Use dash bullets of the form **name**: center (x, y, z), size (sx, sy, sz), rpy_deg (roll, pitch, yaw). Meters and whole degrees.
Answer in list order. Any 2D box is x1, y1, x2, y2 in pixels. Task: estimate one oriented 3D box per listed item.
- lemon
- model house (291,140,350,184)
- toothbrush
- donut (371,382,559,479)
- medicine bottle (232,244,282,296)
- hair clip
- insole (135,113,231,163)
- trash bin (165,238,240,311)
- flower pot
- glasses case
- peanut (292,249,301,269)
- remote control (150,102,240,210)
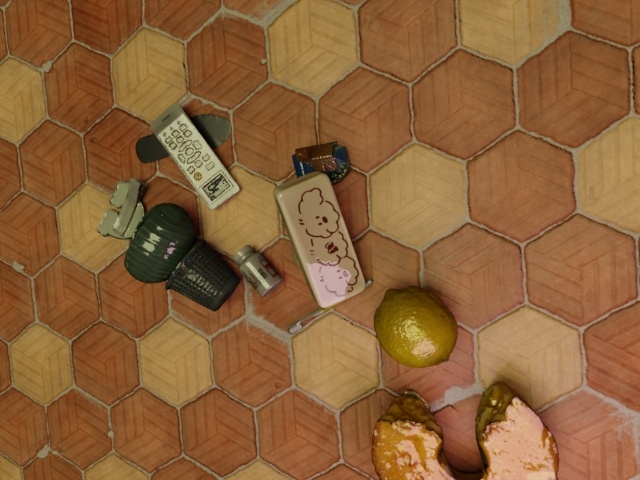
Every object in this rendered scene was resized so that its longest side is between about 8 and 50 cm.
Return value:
- **lemon**: center (0.236, 0.217, 1.338), size (0.192, 0.192, 0.231), rpy_deg (-43, 83, 15)
- **model house**: center (-0.010, -0.198, 1.399), size (0.148, 0.148, 0.119), rpy_deg (-7, 93, 19)
- **toothbrush**: center (0.026, 0.185, 1.486), size (0.288, 0.021, 0.024), rpy_deg (-33, 96, 16)
- **donut**: center (0.360, 0.551, 1.350), size (0.435, 0.163, 0.378), rpy_deg (-8, 94, 15)
- **medicine bottle**: center (-0.178, 0.083, 1.506), size (0.079, 0.079, 0.140), rpy_deg (-44, 82, 15)
- **hair clip**: center (-0.590, -0.088, 1.630), size (0.140, 0.054, 0.220), rpy_deg (30, 104, 7)
- **insole**: center (-0.406, -0.297, 1.578), size (0.322, 0.007, 0.109), rpy_deg (-13, 92, 17)
- **trash bin**: center (-0.322, 0.112, 1.515), size (0.161, 0.175, 0.175), rpy_deg (38, 104, 0)
- **flower pot**: center (-0.455, 0.011, 1.524), size (0.157, 0.189, 0.243), rpy_deg (30, 105, -24)
- **glasses case**: center (0.000, 0.000, 1.374), size (0.144, 0.076, 0.336), rpy_deg (-24, 110, -8)
- **peanut**: center (-0.023, -0.018, 1.449), size (0.087, 0.087, 0.207), rpy_deg (16, 100, 14)
- **remote control**: center (-0.358, -0.241, 1.545), size (0.109, 0.055, 0.313), rpy_deg (-36, 91, 9)
